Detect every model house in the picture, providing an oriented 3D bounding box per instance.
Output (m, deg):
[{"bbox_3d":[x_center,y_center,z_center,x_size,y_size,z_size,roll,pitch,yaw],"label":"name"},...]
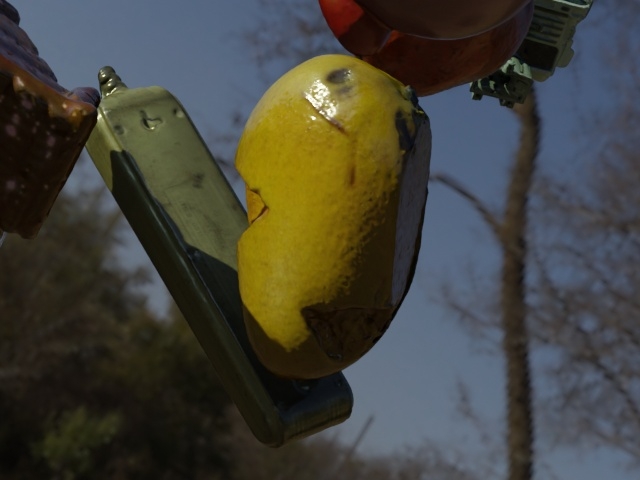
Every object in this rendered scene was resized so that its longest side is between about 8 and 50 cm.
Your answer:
[{"bbox_3d":[-0.278,-0.088,1.360,0.219,0.199,0.229,15,28,-52],"label":"model house"}]

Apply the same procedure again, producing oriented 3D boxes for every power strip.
[{"bbox_3d":[-0.103,0.005,1.507,0.387,0.092,0.066,59,-37,18],"label":"power strip"}]

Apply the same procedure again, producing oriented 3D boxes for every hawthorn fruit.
[{"bbox_3d":[0.096,-0.211,1.528,0.189,0.189,0.189,30,-13,8],"label":"hawthorn fruit"}]

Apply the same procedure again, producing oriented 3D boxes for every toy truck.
[{"bbox_3d":[0.230,-0.286,2.124,0.133,0.184,0.338,14,29,-11],"label":"toy truck"}]

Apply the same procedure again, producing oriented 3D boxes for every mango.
[{"bbox_3d":[0.005,-0.016,1.376,0.167,0.262,0.130,7,3,32],"label":"mango"}]

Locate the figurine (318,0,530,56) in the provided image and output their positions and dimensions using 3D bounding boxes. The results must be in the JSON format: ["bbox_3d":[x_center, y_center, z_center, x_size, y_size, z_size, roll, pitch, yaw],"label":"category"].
[{"bbox_3d":[0.087,-0.222,1.187,0.173,0.173,0.173,30,-13,8],"label":"figurine"}]
